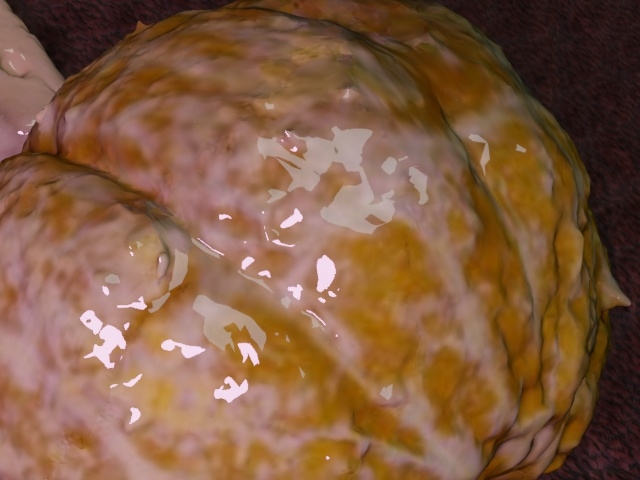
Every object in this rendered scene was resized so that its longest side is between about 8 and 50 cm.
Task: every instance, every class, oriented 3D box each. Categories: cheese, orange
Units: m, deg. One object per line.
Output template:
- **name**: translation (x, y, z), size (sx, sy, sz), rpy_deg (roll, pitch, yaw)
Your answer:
- **cheese**: translation (-0.190, -0.111, 1.012), size (0.065, 0.043, 0.194), rpy_deg (-16, 58, -49)
- **orange**: translation (0.000, 0.000, 0.881), size (0.271, 0.210, 0.368), rpy_deg (40, 33, 21)
